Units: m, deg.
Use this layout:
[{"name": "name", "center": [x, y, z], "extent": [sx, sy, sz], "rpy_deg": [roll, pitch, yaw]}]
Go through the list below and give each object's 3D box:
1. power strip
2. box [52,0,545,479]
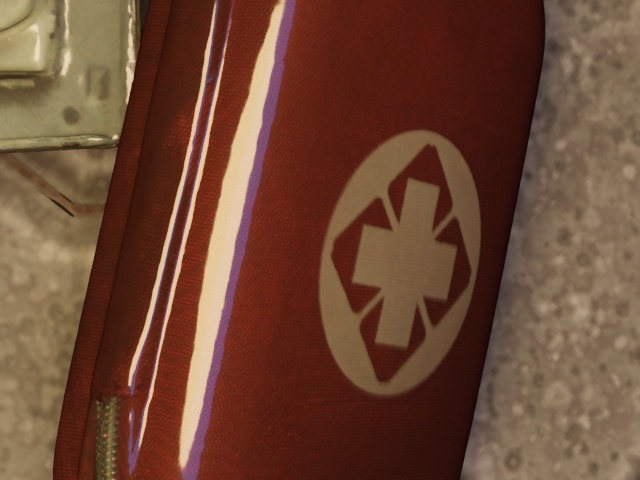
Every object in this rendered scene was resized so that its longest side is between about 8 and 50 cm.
[{"name": "power strip", "center": [-0.192, -0.140, 0.818], "extent": [0.213, 0.064, 0.198], "rpy_deg": [-2, 90, 16]}, {"name": "box", "center": [0.000, 0.000, 0.844], "extent": [0.263, 0.108, 0.403], "rpy_deg": [11, 90, -52]}]
